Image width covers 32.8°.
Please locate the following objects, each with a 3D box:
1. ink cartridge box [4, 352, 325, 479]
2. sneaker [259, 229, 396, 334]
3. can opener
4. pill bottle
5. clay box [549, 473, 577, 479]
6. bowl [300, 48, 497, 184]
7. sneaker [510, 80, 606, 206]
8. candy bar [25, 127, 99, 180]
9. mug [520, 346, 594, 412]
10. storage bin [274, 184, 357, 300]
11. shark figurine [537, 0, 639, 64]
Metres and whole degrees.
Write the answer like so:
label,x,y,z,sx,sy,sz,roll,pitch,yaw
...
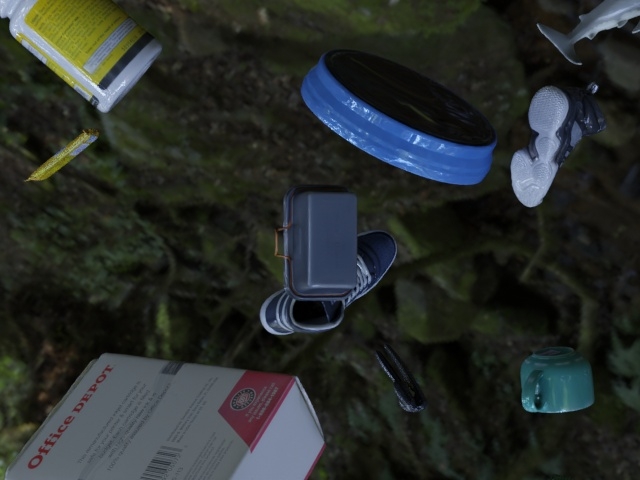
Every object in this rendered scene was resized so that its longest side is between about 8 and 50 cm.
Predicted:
label,x,y,z,sx,sy,sz,roll,pitch,yaw
ink cartridge box,-0.169,0.242,1.195,0.283,0.207,0.117,2,131,32
sneaker,0.036,0.072,1.855,0.099,0.282,0.153,58,162,-6
can opener,0.174,0.294,2.334,0.073,0.059,0.186,72,174,-47
pill bottle,-0.315,-0.272,1.375,0.208,0.119,0.119,41,171,-10
clay box,0.250,0.387,1.212,0.053,0.222,0.127,14,-171,20
bowl,0.155,-0.242,2.039,0.391,0.077,0.391,21,-155,-11
sneaker,0.469,-0.187,2.112,0.101,0.153,0.269,48,144,39
candy bar,-0.438,-0.142,1.848,0.018,0.161,0.040,60,-157,11
mug,0.428,0.251,1.968,0.129,0.097,0.158,-6,-174,11
storage bin,0.000,0.000,1.217,0.098,0.135,0.091,1,177,-10
shark figurine,0.490,-0.401,1.785,0.166,0.278,0.116,-82,-33,-65
